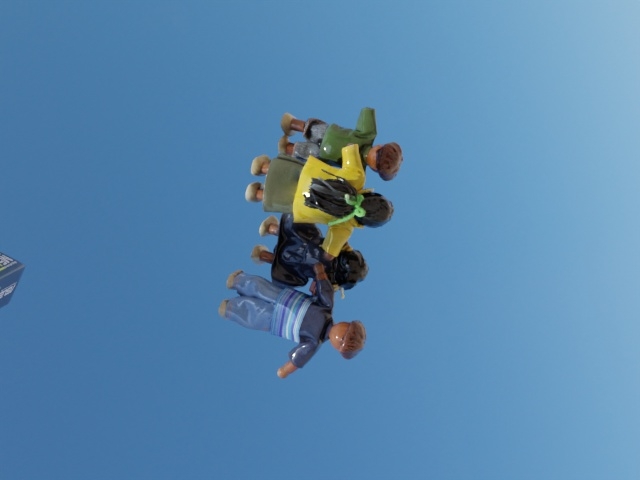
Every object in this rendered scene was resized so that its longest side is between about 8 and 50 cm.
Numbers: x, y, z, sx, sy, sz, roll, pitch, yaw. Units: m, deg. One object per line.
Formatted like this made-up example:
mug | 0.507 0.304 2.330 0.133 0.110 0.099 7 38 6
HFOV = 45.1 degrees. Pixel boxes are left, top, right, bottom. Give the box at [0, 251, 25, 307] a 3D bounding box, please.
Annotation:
box | -0.482 0.030 0.848 0.216 0.060 0.270 27 -171 -4

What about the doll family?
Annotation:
doll family | 0.000 0.000 0.542 0.076 0.111 0.193 -17 -58 -65
